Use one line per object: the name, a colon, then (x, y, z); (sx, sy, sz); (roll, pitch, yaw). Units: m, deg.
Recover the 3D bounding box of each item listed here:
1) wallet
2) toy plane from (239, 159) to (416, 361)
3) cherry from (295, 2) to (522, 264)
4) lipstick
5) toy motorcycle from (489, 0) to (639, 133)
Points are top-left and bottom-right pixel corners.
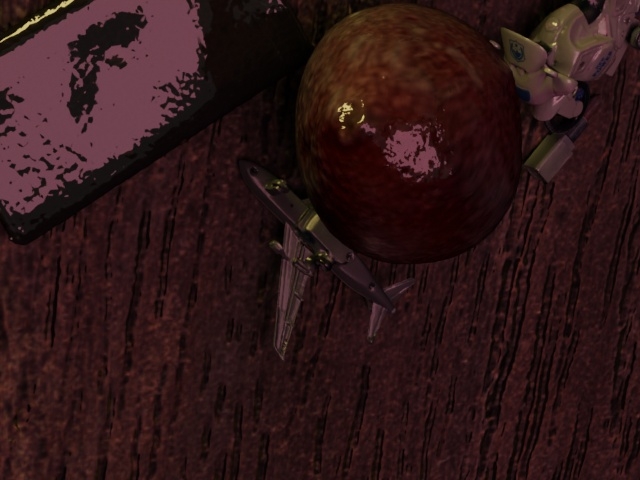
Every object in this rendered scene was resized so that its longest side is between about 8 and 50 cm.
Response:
wallet: (-0.172, -0.147, 1.381); (0.321, 0.044, 0.170); (-33, 118, -8)
toy plane: (0.003, 0.001, 1.510); (0.226, 0.058, 0.226); (-53, 123, -18)
cherry: (0.074, -0.092, 1.391); (0.203, 0.300, 0.230); (2, 94, 12)
lipstick: (0.248, -0.106, 1.605); (0.107, 0.025, 0.025); (-50, 122, -9)
toy motorcycle: (0.248, -0.213, 1.526); (0.150, 0.102, 0.221); (17, 103, -45)
